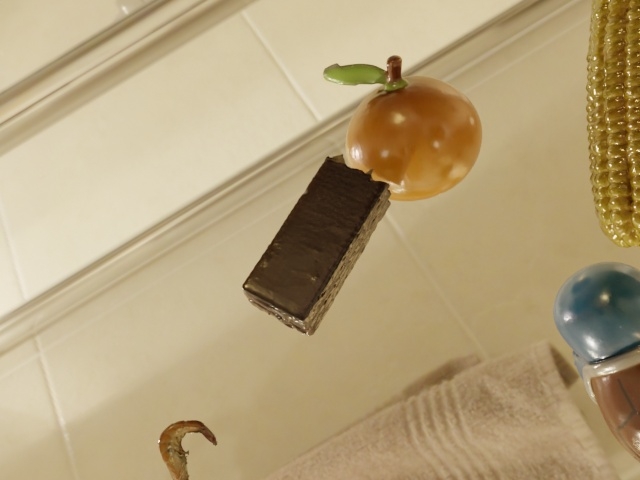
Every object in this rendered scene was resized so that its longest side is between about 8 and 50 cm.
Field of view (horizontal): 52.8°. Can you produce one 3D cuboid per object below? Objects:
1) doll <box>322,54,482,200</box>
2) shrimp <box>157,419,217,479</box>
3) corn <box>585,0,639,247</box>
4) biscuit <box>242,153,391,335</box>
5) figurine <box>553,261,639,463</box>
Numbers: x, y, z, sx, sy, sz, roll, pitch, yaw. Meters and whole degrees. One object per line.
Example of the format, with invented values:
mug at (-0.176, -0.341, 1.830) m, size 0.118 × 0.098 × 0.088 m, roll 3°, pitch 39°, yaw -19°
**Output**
doll at (0.130, -0.179, 0.986) m, size 0.236 × 0.214 × 0.213 m, roll 65°, pitch 177°, yaw -29°
shrimp at (-0.204, 0.344, 1.010) m, size 0.025 × 0.091 × 0.127 m, roll -164°, pitch 65°, yaw -83°
corn at (0.307, -0.161, 0.576) m, size 0.131 × 0.131 × 0.344 m, roll 59°, pitch -148°, yaw -88°
biscuit at (0.000, 0.000, 0.892) m, size 0.106 × 0.252 × 0.070 m, roll 25°, pitch 160°, yaw 18°
figurine at (0.472, 0.221, 0.868) m, size 0.298 × 0.243 × 0.416 m, roll -43°, pitch 63°, yaw 58°
